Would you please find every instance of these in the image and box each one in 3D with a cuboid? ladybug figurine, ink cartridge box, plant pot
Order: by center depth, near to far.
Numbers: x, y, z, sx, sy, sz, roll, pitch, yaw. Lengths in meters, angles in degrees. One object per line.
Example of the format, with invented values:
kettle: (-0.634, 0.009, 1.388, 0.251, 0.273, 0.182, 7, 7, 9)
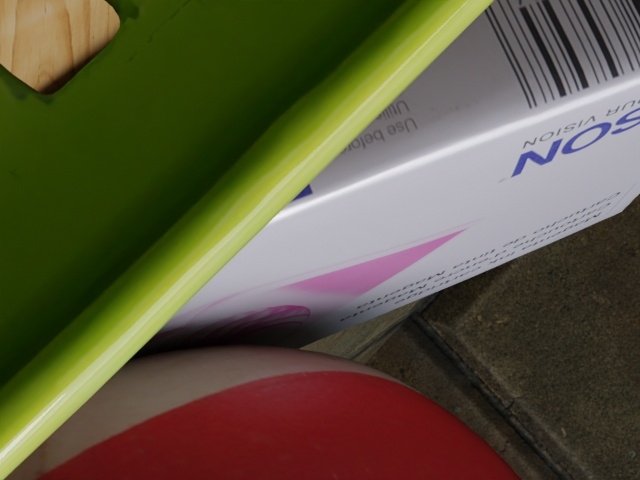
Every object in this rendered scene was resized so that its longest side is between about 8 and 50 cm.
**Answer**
plant pot: (-0.080, -0.099, 0.232, 0.227, 0.207, 0.228, -45, 170, -9)
ladybug figurine: (-0.023, 0.197, 0.580, 0.449, 0.162, 0.305, -2, 100, -52)
ink cartridge box: (0.000, 0.000, 0.668, 0.324, 0.071, 0.330, -22, 166, -10)

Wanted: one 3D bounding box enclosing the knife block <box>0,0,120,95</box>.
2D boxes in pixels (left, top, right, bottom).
knife block: (-0.126, -0.078, 0.508, 0.242, 0.088, 0.276, -47, 170, 22)
